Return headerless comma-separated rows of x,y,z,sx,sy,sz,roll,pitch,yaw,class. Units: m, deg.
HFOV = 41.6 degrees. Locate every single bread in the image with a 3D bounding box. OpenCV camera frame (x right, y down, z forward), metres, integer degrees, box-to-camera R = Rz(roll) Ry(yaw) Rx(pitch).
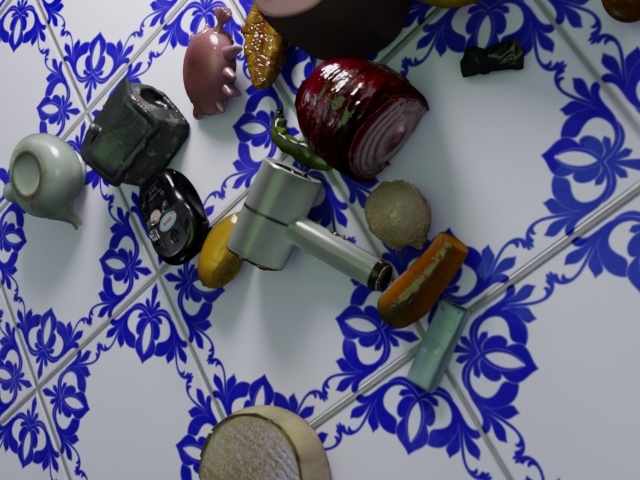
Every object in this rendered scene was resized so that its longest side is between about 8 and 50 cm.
-0.110,-0.420,1.757,0.104,0.076,0.233,1,82,30,bread

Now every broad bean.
-0.049,-0.191,1.707,0.195,0.046,0.061,49,114,30,broad bean

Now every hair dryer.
0.000,0.000,1.617,0.362,0.128,0.203,29,100,26,hair dryer

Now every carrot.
0.183,0.076,1.491,0.193,0.087,0.087,-46,61,18,carrot

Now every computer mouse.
-0.312,-0.050,1.845,0.137,0.096,0.233,-37,61,21,computer mouse

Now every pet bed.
-0.432,-0.246,1.911,0.211,0.159,0.183,-49,60,21,pet bed

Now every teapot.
0.490,-0.406,1.343,0.098,0.078,0.129,14,81,-5,teapot
-0.704,-0.167,2.098,0.318,0.149,0.220,20,103,34,teapot

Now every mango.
-0.199,0.017,1.768,0.098,0.075,0.190,34,100,17,mango

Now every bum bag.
0.301,-0.320,1.482,0.124,0.034,0.058,-3,96,35,bum bag

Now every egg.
0.140,-0.047,1.520,0.116,0.118,0.140,-29,49,-17,egg

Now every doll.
-0.237,-0.377,1.818,0.211,0.093,0.262,41,124,43,doll

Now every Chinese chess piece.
-0.111,0.455,1.632,0.270,0.112,0.270,-4,83,34,Chinese chess piece

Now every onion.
0.049,-0.242,1.552,0.206,0.207,0.216,42,102,28,onion

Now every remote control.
0.206,0.185,1.492,0.061,0.029,0.162,26,99,33,remote control

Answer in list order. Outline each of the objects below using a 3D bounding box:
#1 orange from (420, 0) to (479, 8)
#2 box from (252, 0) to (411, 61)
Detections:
0.222,-0.539,1.443,0.279,0.235,0.279,-2,87,42,orange
0.011,-0.509,1.602,0.301,0.216,0.301,-6,79,34,box
